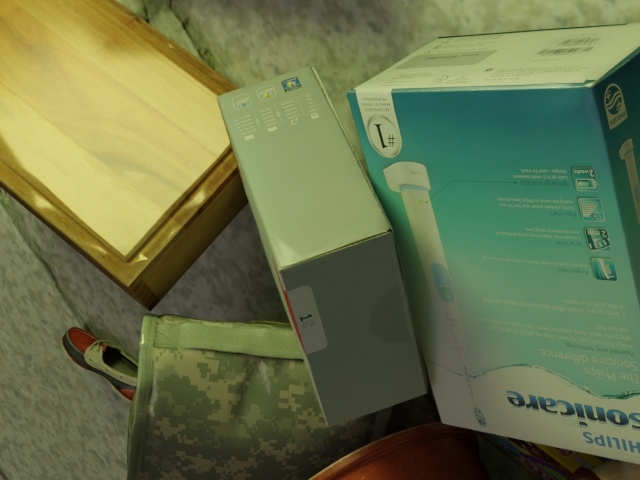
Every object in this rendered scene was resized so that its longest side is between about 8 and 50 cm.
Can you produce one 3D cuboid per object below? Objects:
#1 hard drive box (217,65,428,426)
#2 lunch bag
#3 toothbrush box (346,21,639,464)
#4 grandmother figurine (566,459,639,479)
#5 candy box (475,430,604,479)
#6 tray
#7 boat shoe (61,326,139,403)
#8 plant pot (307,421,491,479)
[{"bbox_3d":[0.000,0.000,1.010,0.232,0.089,0.181,-113,6,-49],"label":"hard drive box"},{"bbox_3d":[-0.063,0.171,1.184,0.235,0.169,0.287,8,136,-6],"label":"lunch bag"},{"bbox_3d":[0.170,0.001,0.922,0.216,0.126,0.295,4,118,45],"label":"toothbrush box"},{"bbox_3d":[0.225,0.257,0.917,0.342,0.208,0.104,-1,154,4],"label":"grandmother figurine"},{"bbox_3d":[0.207,0.194,1.070,0.206,0.027,0.105,37,166,22],"label":"candy box"},{"bbox_3d":[-0.246,-0.137,1.183,0.411,0.203,0.076,37,169,21],"label":"tray"},{"bbox_3d":[-0.261,0.146,1.529,0.137,0.049,0.043,37,134,18],"label":"boat shoe"},{"bbox_3d":[0.096,0.344,1.072,0.265,0.272,0.272,54,145,31],"label":"plant pot"}]
